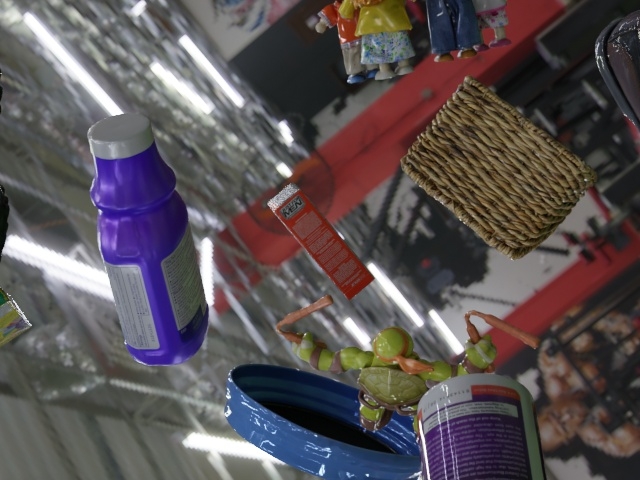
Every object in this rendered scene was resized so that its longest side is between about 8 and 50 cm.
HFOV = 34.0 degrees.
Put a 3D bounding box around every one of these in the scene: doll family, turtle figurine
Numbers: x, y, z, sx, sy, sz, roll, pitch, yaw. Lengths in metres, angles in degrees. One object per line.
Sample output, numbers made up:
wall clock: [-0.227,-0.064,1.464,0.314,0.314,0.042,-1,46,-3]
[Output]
doll family: [0.123,-0.293,1.268,0.118,0.262,0.163,-112,8,-77]
turtle figurine: [0.095,0.149,1.108,0.217,0.269,0.087,74,-160,-55]

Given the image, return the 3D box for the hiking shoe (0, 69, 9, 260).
hiking shoe: [-0.351,-0.054,0.900,0.132,0.113,0.304,16,-138,-36]

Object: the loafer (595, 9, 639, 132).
loafer: [0.403,-0.111,1.102,0.303,0.109,0.095,54,167,-2]

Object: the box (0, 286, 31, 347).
box: [-0.435,0.113,1.343,0.043,0.105,0.179,50,165,12]

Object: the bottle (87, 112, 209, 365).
bottle: [-0.190,0.001,1.146,0.118,0.092,0.283,-77,-18,-54]

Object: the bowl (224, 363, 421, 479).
bowl: [0.014,0.328,1.849,0.391,0.077,0.391,19,-173,-2]

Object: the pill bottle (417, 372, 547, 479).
pill bottle: [0.141,0.221,0.892,0.108,0.108,0.194,45,-148,-40]

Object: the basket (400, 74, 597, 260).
basket: [0.336,-0.129,1.969,0.299,0.223,0.213,40,-169,16]

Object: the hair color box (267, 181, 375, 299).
hair color box: [0.000,0.000,1.242,0.141,0.043,0.072,51,179,-13]
